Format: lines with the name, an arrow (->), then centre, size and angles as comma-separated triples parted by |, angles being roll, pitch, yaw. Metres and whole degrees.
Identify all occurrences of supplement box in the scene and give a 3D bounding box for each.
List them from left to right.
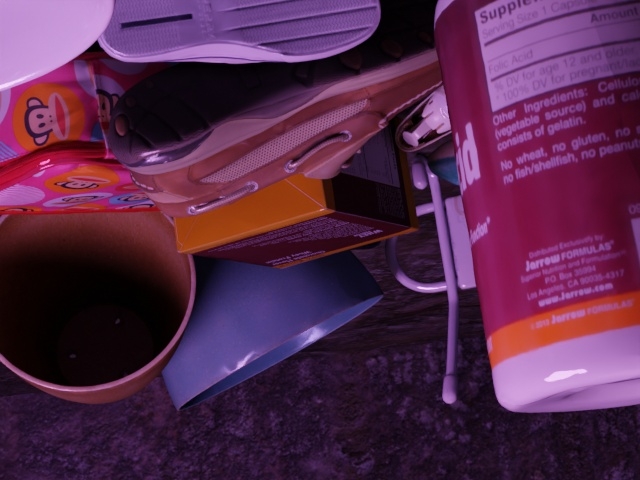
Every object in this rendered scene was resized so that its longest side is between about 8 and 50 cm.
supplement box -> -0.030, -0.060, 1.738 | 0.191, 0.129, 0.194 | -16, 165, 31

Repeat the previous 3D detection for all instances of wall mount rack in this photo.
wall mount rack -> 0.239, 0.029, 1.914 | 0.350, 0.304, 0.130 | -12, 169, 16

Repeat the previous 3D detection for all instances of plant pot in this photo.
plant pot -> -0.251, 0.089, 1.819 | 0.237, 0.237, 0.254 | -8, 159, -4
plant pot -> -0.094, 0.055, 1.992 | 0.290, 0.195, 0.290 | -29, 173, -4

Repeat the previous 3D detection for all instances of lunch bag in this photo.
lunch bag -> -0.206, -0.091, 1.505 | 0.293, 0.120, 0.258 | -3, 171, -42

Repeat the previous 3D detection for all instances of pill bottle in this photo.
pill bottle -> 0.200, -0.090, 1.124 | 0.224, 0.392, 0.224 | -8, 167, -2

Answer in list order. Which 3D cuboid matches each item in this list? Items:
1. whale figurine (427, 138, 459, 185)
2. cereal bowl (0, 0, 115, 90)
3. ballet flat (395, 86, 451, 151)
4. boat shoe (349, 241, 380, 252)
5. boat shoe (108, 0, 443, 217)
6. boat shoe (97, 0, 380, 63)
whale figurine -> 0.251, -0.089, 1.768 | 0.272, 0.141, 0.216 | -17, 165, 38
cereal bowl -> -0.296, -0.183, 0.948 | 0.339, 0.141, 0.339 | -8, 167, -2
ballet flat -> 0.124, -0.126, 1.687 | 0.052, 0.057, 0.168 | -43, -179, -21
boat shoe -> 0.000, 0.000, 2.190 | 0.183, 0.066, 0.066 | 4, 164, -45
boat shoe -> -0.014, -0.115, 1.360 | 0.324, 0.122, 0.120 | -20, 134, 0
boat shoe -> -0.066, -0.184, 1.301 | 0.226, 0.083, 0.076 | -1, -175, -2
